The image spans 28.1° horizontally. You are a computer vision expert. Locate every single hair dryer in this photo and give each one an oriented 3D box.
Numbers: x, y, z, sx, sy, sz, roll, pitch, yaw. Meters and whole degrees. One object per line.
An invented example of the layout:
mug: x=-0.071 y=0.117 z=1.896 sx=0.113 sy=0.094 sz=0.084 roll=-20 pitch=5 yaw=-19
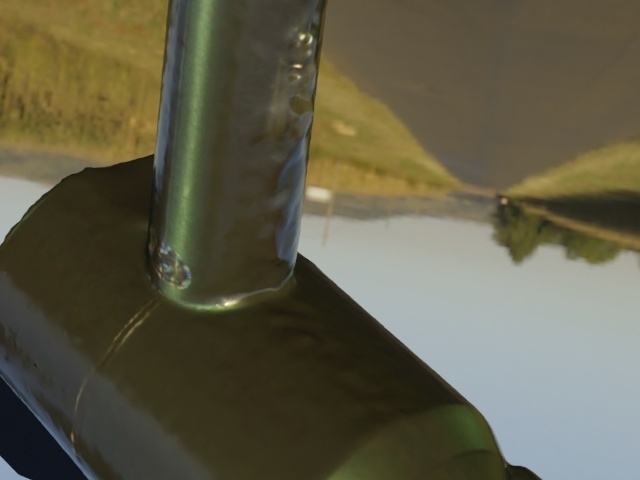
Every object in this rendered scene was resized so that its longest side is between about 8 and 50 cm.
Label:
hair dryer: x=0.000 y=0.000 z=0.388 sx=0.116 sy=0.302 sz=0.244 roll=-25 pitch=-133 yaw=-35

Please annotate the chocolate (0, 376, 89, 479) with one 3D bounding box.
chocolate: x=-0.113 y=0.035 z=0.813 sx=0.206 sy=0.224 sz=0.177 roll=-22 pitch=-144 yaw=12
